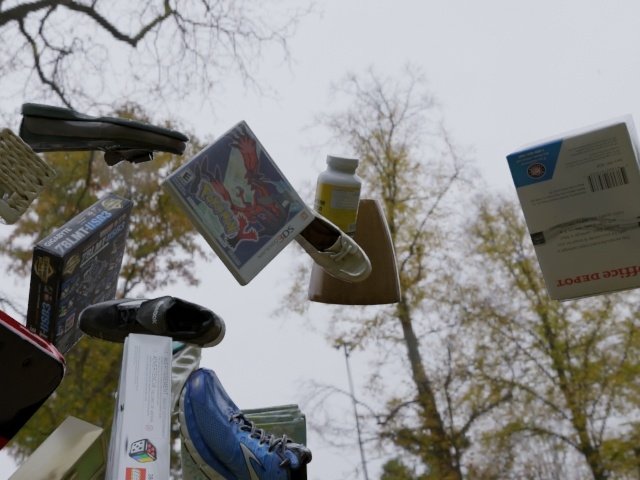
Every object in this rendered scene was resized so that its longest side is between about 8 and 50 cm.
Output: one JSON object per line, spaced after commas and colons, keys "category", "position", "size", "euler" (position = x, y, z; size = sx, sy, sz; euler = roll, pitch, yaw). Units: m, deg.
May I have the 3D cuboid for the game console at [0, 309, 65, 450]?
{"category": "game console", "position": [-0.582, 0.258, 1.117], "size": [0.342, 0.060, 0.386], "euler": [-49, -22, -15]}

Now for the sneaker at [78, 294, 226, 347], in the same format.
{"category": "sneaker", "position": [-0.268, 0.122, 1.161], "size": [0.234, 0.078, 0.106], "euler": [5, -21, -5]}

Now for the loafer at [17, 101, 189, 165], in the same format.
{"category": "loafer", "position": [-0.340, -0.152, 1.147], "size": [0.268, 0.084, 0.096], "euler": [11, 0, 3]}

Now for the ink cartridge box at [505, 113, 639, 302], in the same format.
{"category": "ink cartridge box", "position": [0.665, -0.075, 1.804], "size": [0.285, 0.394, 0.166], "euler": [-14, 9, 32]}

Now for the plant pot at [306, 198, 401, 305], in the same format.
{"category": "plant pot", "position": [0.085, 0.023, 1.826], "size": [0.237, 0.254, 0.237], "euler": [1, 3, 0]}

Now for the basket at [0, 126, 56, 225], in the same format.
{"category": "basket", "position": [-0.481, -0.099, 1.081], "size": [0.167, 0.103, 0.113], "euler": [8, -36, 52]}

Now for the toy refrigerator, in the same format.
{"category": "toy refrigerator", "position": [-0.505, 0.460, 1.345], "size": [0.094, 0.269, 0.102], "euler": [16, -56, 17]}

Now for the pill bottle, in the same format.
{"category": "pill bottle", "position": [0.039, -0.099, 1.657], "size": [0.103, 0.103, 0.184], "euler": [4, -78, -18]}

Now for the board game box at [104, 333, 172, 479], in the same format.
{"category": "board game box", "position": [-0.206, 0.276, 0.788], "size": [0.053, 0.193, 0.305], "euler": [7, -54, -15]}

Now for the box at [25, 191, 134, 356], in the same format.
{"category": "box", "position": [-0.520, 0.082, 1.581], "size": [0.073, 0.295, 0.293], "euler": [20, -61, 5]}

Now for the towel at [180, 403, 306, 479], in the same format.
{"category": "towel", "position": [-0.189, 0.612, 1.866], "size": [0.321, 0.374, 0.090], "euler": [-3, 2, -5]}

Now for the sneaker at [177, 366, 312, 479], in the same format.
{"category": "sneaker", "position": [-0.090, 0.327, 1.120], "size": [0.147, 0.330, 0.130], "euler": [-37, -8, 14]}

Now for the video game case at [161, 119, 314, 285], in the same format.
{"category": "video game case", "position": [-0.121, -0.061, 1.144], "size": [0.023, 0.183, 0.201], "euler": [-20, -69, 52]}

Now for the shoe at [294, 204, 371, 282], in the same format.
{"category": "shoe", "position": [0.000, 0.000, 1.319], "size": [0.076, 0.219, 0.058], "euler": [-51, 0, 0]}

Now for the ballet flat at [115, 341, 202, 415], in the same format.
{"category": "ballet flat", "position": [-0.329, 0.294, 1.580], "size": [0.139, 0.139, 0.400], "euler": [-12, 12, 8]}
